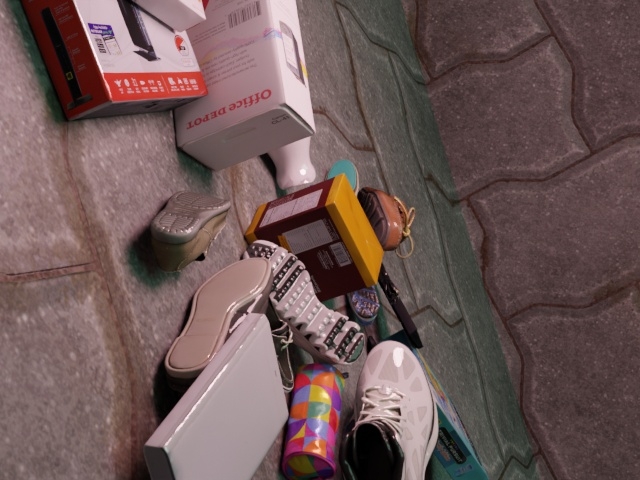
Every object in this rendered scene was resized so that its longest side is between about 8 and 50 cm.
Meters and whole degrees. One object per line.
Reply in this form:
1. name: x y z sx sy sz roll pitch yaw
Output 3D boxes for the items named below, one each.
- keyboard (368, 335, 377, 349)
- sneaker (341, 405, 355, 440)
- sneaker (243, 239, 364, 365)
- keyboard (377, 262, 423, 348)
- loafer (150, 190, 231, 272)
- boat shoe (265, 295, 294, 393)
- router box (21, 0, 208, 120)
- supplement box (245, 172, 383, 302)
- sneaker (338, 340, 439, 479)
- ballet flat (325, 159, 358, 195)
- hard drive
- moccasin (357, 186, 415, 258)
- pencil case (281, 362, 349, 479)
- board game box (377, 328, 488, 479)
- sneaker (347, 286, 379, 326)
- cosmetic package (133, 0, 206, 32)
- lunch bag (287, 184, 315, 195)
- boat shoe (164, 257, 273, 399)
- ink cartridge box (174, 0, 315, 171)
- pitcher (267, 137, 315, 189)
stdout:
1. keyboard: 0.142 0.321 2.177 0.100 0.038 0.192 -136 -156 -83
2. sneaker: 0.133 0.386 1.928 0.112 0.131 0.319 62 26 -22
3. sneaker: -0.051 0.128 1.748 0.292 0.118 0.110 50 56 -7
4. keyboard: 0.157 0.107 2.236 0.317 0.033 0.201 62 -1 36
5. loafer: -0.213 -0.016 1.492 0.251 0.094 0.087 -49 152 -69
6. boat shoe: -0.088 0.172 1.639 0.219 0.070 0.078 65 21 -16
7. router box: -0.330 -0.350 1.464 0.301 0.082 0.335 69 20 -4
8. supplement box: -0.009 0.007 1.810 0.191 0.194 0.129 62 22 -22
9. sneaker: 0.131 0.340 1.717 0.257 0.169 0.447 78 13 -52
10. ballet flat: 0.052 -0.088 2.242 0.086 0.086 0.248 54 28 -38
11. hard drive: -0.136 0.271 1.323 0.307 0.040 0.203 -53 140 -53
12. moccasin: 0.160 -0.041 2.223 0.380 0.147 0.139 -123 -130 -84
13. pencil case: -0.008 0.325 1.676 0.104 0.104 0.236 59 25 -29
14. board game box: 0.272 0.410 2.247 0.336 0.079 0.254 55 9 -37
15. sneaker: 0.085 0.103 2.168 0.081 0.080 0.211 90 -7 -57
16. cosmetic package: -0.272 -0.422 1.467 0.239 0.060 0.099 22 53 -64
17. lunch bag: 0.000 0.000 1.999 0.219 0.090 0.176 57 21 -35
18. boat shoe: -0.154 0.144 1.469 0.335 0.112 0.095 -62 147 -56
19. ink cartridge box: -0.148 -0.309 1.690 0.131 0.226 0.306 33 44 -57
20. pitcher: -0.078 -0.232 1.984 0.178 0.125 0.207 -113 -172 -70
